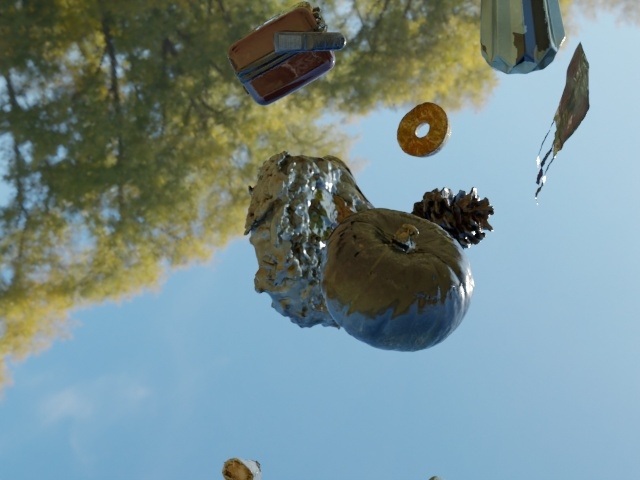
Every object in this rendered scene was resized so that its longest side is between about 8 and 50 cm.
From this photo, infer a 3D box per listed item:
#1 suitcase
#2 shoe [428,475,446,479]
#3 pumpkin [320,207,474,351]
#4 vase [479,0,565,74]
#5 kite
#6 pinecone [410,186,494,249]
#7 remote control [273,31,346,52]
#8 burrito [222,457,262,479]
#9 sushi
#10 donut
[{"bbox_3d":[-0.085,-0.441,1.848,0.236,0.161,0.297,-27,-162,10],"label":"suitcase"},{"bbox_3d":[0.266,0.549,1.600,0.078,0.195,0.079,-34,-154,30],"label":"shoe"},{"bbox_3d":[0.113,0.049,1.153,0.238,0.159,0.238,11,-138,-10],"label":"pumpkin"},{"bbox_3d":[0.357,-0.491,1.439,0.165,0.360,0.165,-10,-148,6],"label":"vase"},{"bbox_3d":[0.490,-0.225,1.628,0.022,0.360,0.204,8,-129,2],"label":"kite"},{"bbox_3d":[0.332,-0.048,2.014,0.184,0.179,0.205,-46,-159,-29],"label":"pinecone"},{"bbox_3d":[-0.022,-0.417,1.659,0.153,0.043,0.027,-4,-156,-9],"label":"remote control"},{"bbox_3d":[-0.180,0.549,1.871,0.087,0.226,0.060,28,-101,11],"label":"burrito"},{"bbox_3d":[-0.002,0.002,1.643,0.176,0.417,0.417,-29,-159,34],"label":"sushi"},{"bbox_3d":[0.277,-0.285,2.076,0.152,0.151,0.058,-5,169,32],"label":"donut"}]
